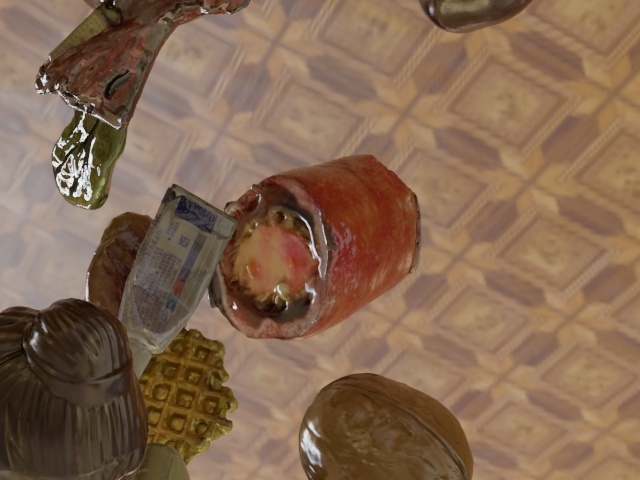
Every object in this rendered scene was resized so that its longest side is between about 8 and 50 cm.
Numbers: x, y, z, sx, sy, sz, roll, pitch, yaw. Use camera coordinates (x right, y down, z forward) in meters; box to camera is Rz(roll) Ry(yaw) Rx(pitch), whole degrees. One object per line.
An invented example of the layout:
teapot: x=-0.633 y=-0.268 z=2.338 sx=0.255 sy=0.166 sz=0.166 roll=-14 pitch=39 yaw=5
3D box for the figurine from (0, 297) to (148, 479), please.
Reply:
figurine: x=-0.241 y=0.100 z=0.869 sx=0.315 sy=0.168 sz=0.187 roll=12 pitch=175 yaw=37

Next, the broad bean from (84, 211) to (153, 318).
broad bean: x=-0.315 y=0.067 z=2.142 sx=0.122 sy=0.228 sz=0.156 roll=-8 pitch=164 yaw=40

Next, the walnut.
walnut: x=0.073 y=0.237 z=1.479 sx=0.207 sy=0.167 sz=0.167 roll=28 pitch=142 yaw=18

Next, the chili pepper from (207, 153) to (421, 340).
chili pepper: x=0.000 y=0.000 z=1.970 sx=0.229 sy=0.305 sz=0.251 roll=6 pitch=108 yaw=30

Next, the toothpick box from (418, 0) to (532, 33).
toothpick box: x=0.132 y=-0.368 z=1.536 sx=0.294 sy=0.192 sz=0.192 roll=42 pitch=148 yaw=28

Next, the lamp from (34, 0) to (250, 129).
lamp: x=-0.140 y=-0.216 z=1.001 sx=0.151 sy=0.223 sz=0.215 roll=39 pitch=110 yaw=-20

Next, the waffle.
waffle: x=-0.268 y=0.253 z=2.146 sx=0.291 sy=0.291 sz=0.051 roll=9 pitch=154 yaw=12

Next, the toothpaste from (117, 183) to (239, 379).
toothpaste: x=-0.212 y=0.066 z=1.783 sx=0.068 sy=0.282 sz=0.099 roll=6 pitch=153 yaw=38

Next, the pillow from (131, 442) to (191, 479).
pillow: x=-0.207 y=0.434 z=1.615 sx=0.120 sy=0.255 sz=0.322 roll=8 pitch=129 yaw=11

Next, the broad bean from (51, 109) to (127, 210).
broad bean: x=-0.319 y=-0.122 z=1.860 sx=0.072 sy=0.153 sz=0.207 roll=-9 pitch=162 yaw=-26
